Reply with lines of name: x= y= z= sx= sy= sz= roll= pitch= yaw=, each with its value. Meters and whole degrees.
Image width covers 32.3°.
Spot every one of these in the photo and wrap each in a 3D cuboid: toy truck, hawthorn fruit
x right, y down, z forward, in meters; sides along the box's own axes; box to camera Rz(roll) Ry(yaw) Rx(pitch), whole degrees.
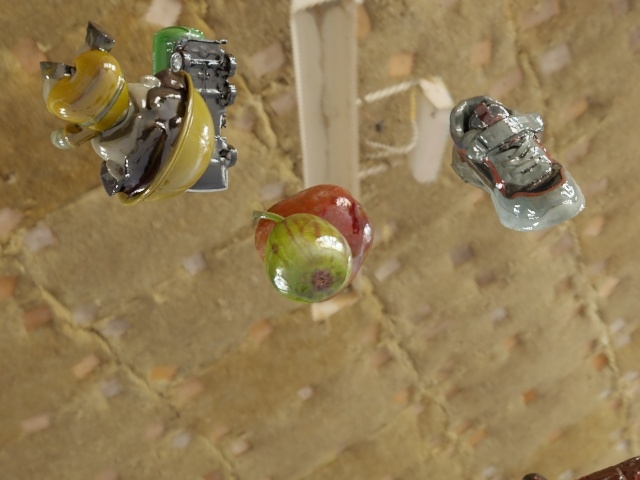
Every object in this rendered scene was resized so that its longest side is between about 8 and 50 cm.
toy truck: x=-0.196 y=-0.192 z=1.620 sx=0.101 sy=0.125 sz=0.243 roll=-4 pitch=-84 yaw=-44
hawthorn fruit: x=0.000 y=0.000 z=1.319 sx=0.138 sy=0.133 sz=0.133 roll=-45 pitch=-41 yaw=17

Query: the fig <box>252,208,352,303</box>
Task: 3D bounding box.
fig: x=-0.036 y=-0.005 z=1.170 sx=0.093 sy=0.166 sz=0.093 roll=-27 pitch=-34 yaw=-20

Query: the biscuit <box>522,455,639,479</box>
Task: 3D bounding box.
biscuit: x=0.358 y=0.304 z=1.288 sx=0.235 sy=0.151 sz=0.063 roll=-18 pitch=-62 yaw=2

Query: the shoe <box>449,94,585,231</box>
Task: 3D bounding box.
shoe: x=0.218 y=-0.105 z=1.258 sx=0.099 sy=0.227 sz=0.126 roll=-23 pitch=-55 yaw=-13

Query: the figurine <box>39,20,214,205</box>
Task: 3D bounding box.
figurine: x=-0.241 y=-0.148 z=1.417 sx=0.192 sy=0.167 sz=0.257 roll=-58 pitch=-31 yaw=1
